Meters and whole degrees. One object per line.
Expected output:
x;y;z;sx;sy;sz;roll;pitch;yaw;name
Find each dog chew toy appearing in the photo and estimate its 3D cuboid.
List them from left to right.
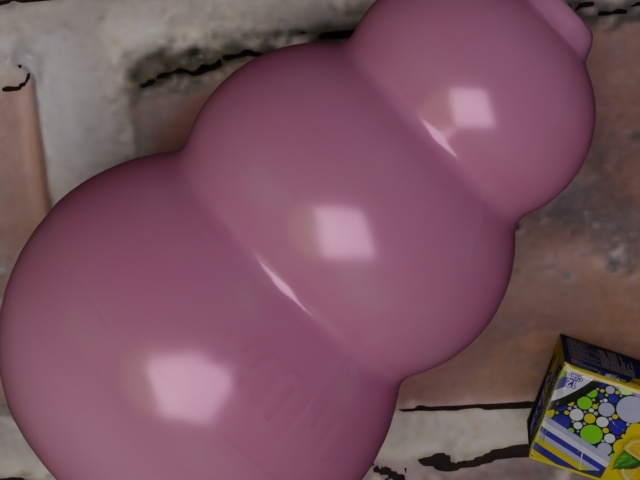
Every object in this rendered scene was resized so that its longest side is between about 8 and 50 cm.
0.000;0.000;0.939;0.332;0.206;0.206;-43;99;7;dog chew toy

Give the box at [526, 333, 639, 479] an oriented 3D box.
0.199;0.109;1.021;0.169;0.054;0.059;19;107;0;box
